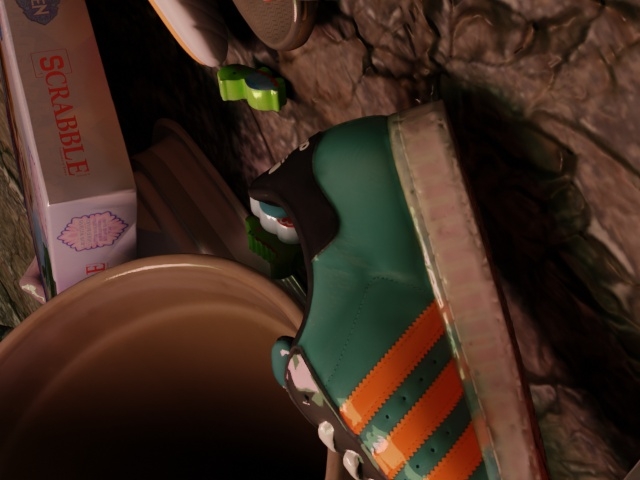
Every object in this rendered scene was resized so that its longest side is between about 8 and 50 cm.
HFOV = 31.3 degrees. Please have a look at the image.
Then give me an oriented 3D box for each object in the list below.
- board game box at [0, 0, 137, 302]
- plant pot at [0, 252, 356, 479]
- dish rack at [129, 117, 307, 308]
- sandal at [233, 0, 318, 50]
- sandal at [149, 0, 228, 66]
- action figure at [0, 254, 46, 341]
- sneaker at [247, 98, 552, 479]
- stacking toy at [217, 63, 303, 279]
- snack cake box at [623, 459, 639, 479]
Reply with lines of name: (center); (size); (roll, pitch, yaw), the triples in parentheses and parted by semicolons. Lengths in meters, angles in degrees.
board game box: (-0.218, -0.072, 0.953); (0.318, 0.065, 0.319); (104, 151, -55)
plant pot: (-0.072, 0.216, 0.790); (0.323, 0.323, 0.280); (37, 172, 41)
dish rack: (-0.103, 0.080, 1.018); (0.285, 0.072, 0.333); (52, 156, 16)
sandal: (-0.076, -0.198, 0.667); (0.219, 0.060, 0.090); (58, 156, 6)
sandal: (-0.154, -0.211, 0.714); (0.265, 0.076, 0.102); (59, -165, -15)
action figure: (-0.239, 0.212, 1.309); (0.330, 0.178, 0.341); (58, 156, 28)
sneaker: (0.046, 0.087, 0.579); (0.108, 0.121, 0.302); (21, -125, -77)
stacking toy: (0.000, 0.000, 0.748); (0.221, 0.052, 0.167); (42, 150, 36)
snack cake box: (0.142, 0.204, 0.471); (0.089, 0.152, 0.264); (25, 122, 28)
